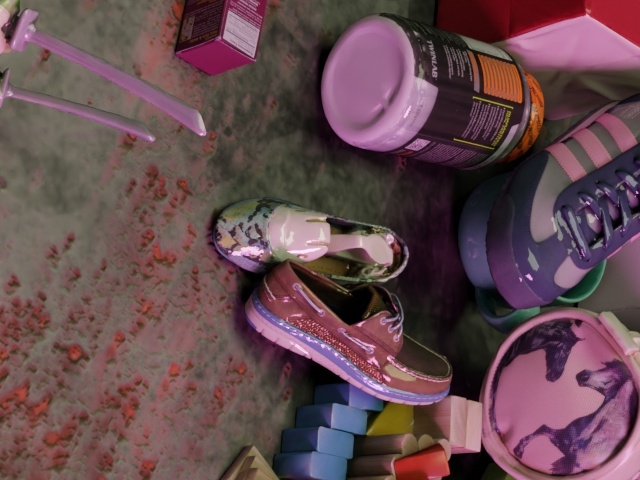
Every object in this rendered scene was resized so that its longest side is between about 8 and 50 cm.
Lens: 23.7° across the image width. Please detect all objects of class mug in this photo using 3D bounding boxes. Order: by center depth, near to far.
[{"bbox_3d":[0.180,0.004,1.401,0.157,0.097,0.129,-27,102,-44],"label":"mug"}]

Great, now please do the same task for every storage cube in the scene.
[{"bbox_3d":[0.242,-0.246,1.455,0.215,0.183,0.193,23,67,-41],"label":"storage cube"}]

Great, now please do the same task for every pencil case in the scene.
[{"bbox_3d":[0.312,0.183,1.415,0.183,0.160,0.410,-52,139,10],"label":"pencil case"}]

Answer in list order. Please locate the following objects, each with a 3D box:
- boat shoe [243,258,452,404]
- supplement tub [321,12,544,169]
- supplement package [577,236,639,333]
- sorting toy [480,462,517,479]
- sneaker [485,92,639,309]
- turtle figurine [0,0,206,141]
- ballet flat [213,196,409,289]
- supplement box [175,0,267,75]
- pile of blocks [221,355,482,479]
[{"bbox_3d":[0.034,0.072,1.211,0.183,0.066,0.066,24,29,-18],"label":"boat shoe"},{"bbox_3d":[0.103,-0.125,1.336,0.190,0.117,0.117,10,75,-45],"label":"supplement tub"},{"bbox_3d":[0.428,0.036,1.591,0.293,0.177,0.175,27,63,-40],"label":"supplement package"},{"bbox_3d":[0.123,0.341,1.315,0.196,0.047,0.348,54,49,-19],"label":"sorting toy"},{"bbox_3d":[0.260,-0.051,1.328,0.319,0.131,0.112,-44,113,-41],"label":"sneaker"},{"bbox_3d":[-0.227,-0.137,0.950,0.198,0.274,0.266,-60,126,-77],"label":"turtle figurine"},{"bbox_3d":[0.000,0.000,1.243,0.188,0.070,0.070,9,75,-44],"label":"ballet flat"},{"bbox_3d":[-0.076,-0.180,1.208,0.043,0.055,0.083,28,64,-39],"label":"supplement box"},{"bbox_3d":[0.024,0.200,1.191,0.149,0.112,0.362,54,48,-23],"label":"pile of blocks"}]
